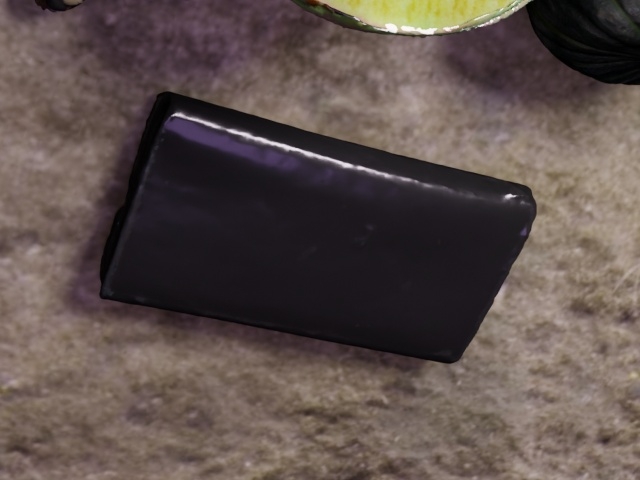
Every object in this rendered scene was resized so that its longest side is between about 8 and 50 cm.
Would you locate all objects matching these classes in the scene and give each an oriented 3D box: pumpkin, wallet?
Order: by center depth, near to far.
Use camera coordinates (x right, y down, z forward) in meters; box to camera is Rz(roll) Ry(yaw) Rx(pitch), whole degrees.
[{"bbox_3d":[0.292,-0.245,1.018,0.249,0.216,0.250,-12,150,-7],"label":"pumpkin"},{"bbox_3d":[0.000,-0.001,1.192,0.406,0.062,0.228,13,119,-20],"label":"wallet"}]

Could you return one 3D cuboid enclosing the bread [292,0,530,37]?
[{"bbox_3d":[0.057,-0.288,0.915,0.301,0.302,0.045,0,164,-13],"label":"bread"}]

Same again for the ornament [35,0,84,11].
[{"bbox_3d":[-0.161,-0.237,0.958,0.196,0.153,0.166,-30,125,19],"label":"ornament"}]
